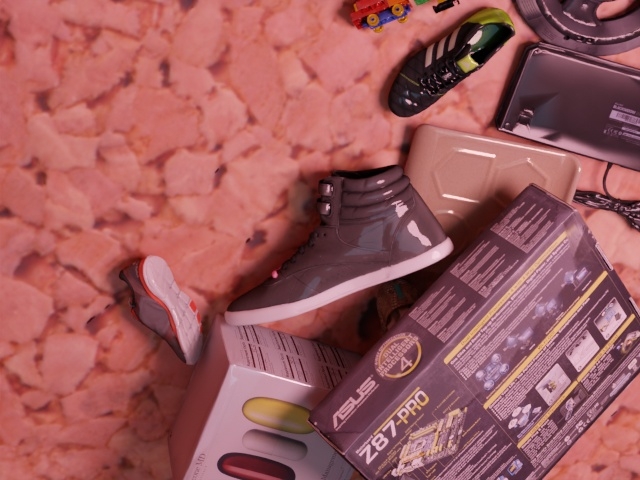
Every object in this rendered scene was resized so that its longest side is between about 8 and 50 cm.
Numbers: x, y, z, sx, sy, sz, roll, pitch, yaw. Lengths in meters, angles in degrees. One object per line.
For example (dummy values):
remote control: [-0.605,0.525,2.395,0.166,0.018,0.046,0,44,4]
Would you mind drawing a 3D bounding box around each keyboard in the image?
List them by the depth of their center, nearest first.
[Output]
keyboard: [0.368,-0.120,1.715,0.317,0.033,0.201,15,111,-13]

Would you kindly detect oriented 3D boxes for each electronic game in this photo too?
electronic game: [0.337,-0.327,1.619,0.229,0.048,0.229,-2,118,-4]

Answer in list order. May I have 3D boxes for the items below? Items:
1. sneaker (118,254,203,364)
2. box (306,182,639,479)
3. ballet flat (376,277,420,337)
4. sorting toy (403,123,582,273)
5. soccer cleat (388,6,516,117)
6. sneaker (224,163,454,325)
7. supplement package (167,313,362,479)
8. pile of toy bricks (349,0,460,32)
sneaker: [-0.199,0.088,1.702,0.065,0.061,0.158,-13,115,25]
box: [0.214,0.174,1.677,0.395,0.097,0.318,-47,133,-5]
ballet flat: [0.114,0.149,1.762,0.073,0.067,0.206,-18,114,-2]
sorting toy: [0.198,-0.041,1.704,0.208,0.038,0.193,12,116,-4]
soccer cleat: [0.153,-0.209,1.622,0.179,0.072,0.060,-41,112,8]
sneaker: [0.000,0.000,1.676,0.295,0.104,0.147,-22,96,11]
supplement package: [-0.062,0.229,1.720,0.203,0.149,0.194,17,107,-17]
pile of toy bricks: [0.120,-0.327,1.567,0.212,0.118,0.105,-21,75,10]
